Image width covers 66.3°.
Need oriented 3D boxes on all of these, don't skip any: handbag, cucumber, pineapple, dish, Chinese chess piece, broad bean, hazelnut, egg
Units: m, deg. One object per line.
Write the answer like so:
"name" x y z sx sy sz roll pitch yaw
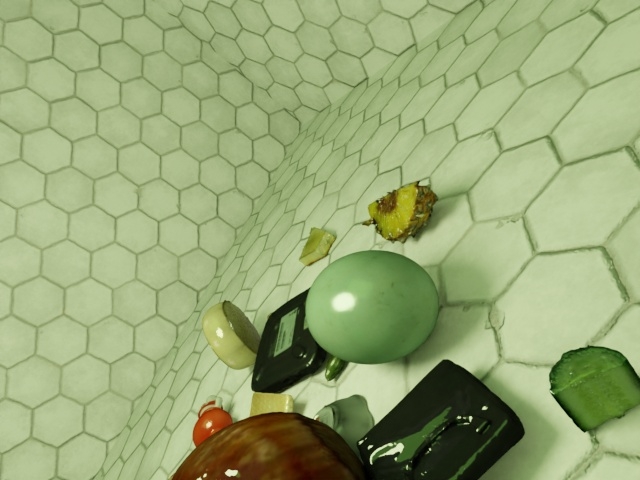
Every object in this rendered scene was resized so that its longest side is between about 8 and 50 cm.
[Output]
"handbag" 0.209 0.367 0.894 0.275 0.088 0.244 -40 18 -4
"cucumber" 0.412 0.217 0.734 0.116 0.115 0.062 -36 26 21
"pineapple" 0.265 -0.070 1.495 0.334 0.158 0.161 -25 74 59
"dish" 0.024 0.471 1.201 0.229 0.081 0.229 -45 23 25
"Chinese chess piece" -0.333 0.360 1.872 0.112 0.270 0.270 -36 23 4
"broad bean" 0.073 0.293 1.420 0.065 0.046 0.254 -31 29 60
"hazelnut" -0.095 0.527 0.947 0.421 0.421 0.352 -91 1 -57
"egg" 0.116 0.163 1.203 0.389 0.276 0.276 -24 36 55

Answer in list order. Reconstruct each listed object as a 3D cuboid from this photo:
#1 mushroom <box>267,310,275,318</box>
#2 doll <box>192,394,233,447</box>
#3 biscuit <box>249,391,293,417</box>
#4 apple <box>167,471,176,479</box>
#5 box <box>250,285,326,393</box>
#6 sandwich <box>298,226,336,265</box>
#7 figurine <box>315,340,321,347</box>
"mushroom" -0.183 0.355 1.870 0.059 0.054 0.202 -43 29 40
"doll" -0.372 0.659 1.694 0.161 0.130 0.290 -51 26 7
"biscuit" -0.153 0.544 1.485 0.250 0.030 0.160 -24 57 54
"apple" -0.313 0.713 1.336 0.253 0.253 0.253 -44 23 24
"box" -0.090 0.326 1.655 0.350 0.091 0.359 -38 28 36
"sandwich" 0.000 0.000 2.020 0.162 0.058 0.193 -30 29 43
"figurine" 0.039 0.211 1.498 0.138 0.110 0.245 100 -172 -49
